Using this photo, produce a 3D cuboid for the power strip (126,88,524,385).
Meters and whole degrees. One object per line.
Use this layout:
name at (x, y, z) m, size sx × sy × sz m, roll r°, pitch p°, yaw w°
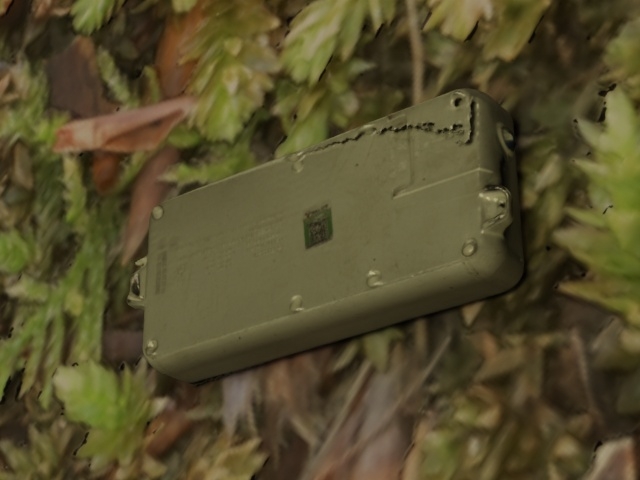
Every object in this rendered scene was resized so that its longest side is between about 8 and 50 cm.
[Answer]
power strip at (0.000, 0.000, 0.678) m, size 0.192 × 0.035 × 0.081 m, roll -19°, pitch 58°, yaw 32°
